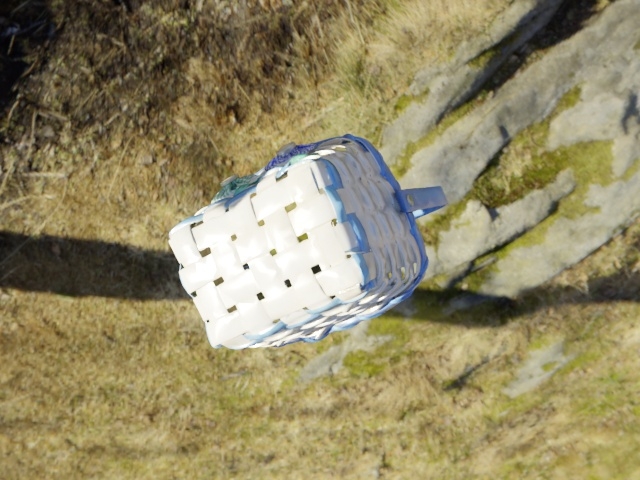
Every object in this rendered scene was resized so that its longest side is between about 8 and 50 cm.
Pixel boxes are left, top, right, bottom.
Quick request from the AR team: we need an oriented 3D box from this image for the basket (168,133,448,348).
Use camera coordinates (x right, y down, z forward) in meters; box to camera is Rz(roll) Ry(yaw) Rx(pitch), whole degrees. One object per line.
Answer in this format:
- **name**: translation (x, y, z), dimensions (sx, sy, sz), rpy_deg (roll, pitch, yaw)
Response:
- **basket**: translation (0.000, 0.000, 0.724), dimensions (0.254, 0.201, 0.289), rpy_deg (-25, 171, 20)
